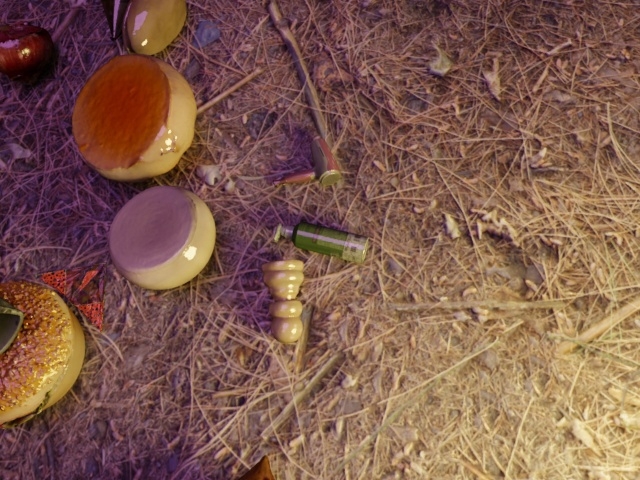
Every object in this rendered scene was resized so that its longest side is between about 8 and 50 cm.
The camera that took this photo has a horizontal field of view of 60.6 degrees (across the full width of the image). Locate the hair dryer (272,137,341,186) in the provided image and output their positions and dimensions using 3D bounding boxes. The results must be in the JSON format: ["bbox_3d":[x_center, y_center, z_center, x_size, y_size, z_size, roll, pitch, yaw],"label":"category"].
[{"bbox_3d":[-0.039,-0.162,1.265,0.154,0.054,0.106,-24,68,1],"label":"hair dryer"}]

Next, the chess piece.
[{"bbox_3d":[-0.073,0.131,1.159,0.094,0.094,0.171,-7,80,3],"label":"chess piece"}]

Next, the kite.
[{"bbox_3d":[-0.529,0.097,1.241,0.222,0.008,0.125,36,79,14],"label":"kite"}]

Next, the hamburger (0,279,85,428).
[{"bbox_3d":[-0.635,0.228,1.123,0.301,0.170,0.302,-1,73,5],"label":"hamburger"}]

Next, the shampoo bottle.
[{"bbox_3d":[0.000,0.000,1.200,0.204,0.065,0.065,14,74,9],"label":"shampoo bottle"}]

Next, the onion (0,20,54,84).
[{"bbox_3d":[-0.763,-0.468,1.380,0.183,0.147,0.184,-2,30,1],"label":"onion"}]

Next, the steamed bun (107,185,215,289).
[{"bbox_3d":[-0.330,0.001,1.184,0.231,0.145,0.232,-7,63,14],"label":"steamed bun"}]

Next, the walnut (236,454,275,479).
[{"bbox_3d":[-0.136,0.555,0.968,0.208,0.209,0.337,13,75,8],"label":"walnut"}]

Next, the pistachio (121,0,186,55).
[{"bbox_3d":[-0.420,-0.558,1.380,0.135,0.136,0.226,21,73,11],"label":"pistachio"}]

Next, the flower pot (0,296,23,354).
[{"bbox_3d":[-0.662,0.193,0.995,0.108,0.103,0.229,32,76,18],"label":"flower pot"}]

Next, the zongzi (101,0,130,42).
[{"bbox_3d":[-0.565,-0.649,1.432,0.220,0.112,0.242,23,84,14],"label":"zongzi"}]

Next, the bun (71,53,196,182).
[{"bbox_3d":[-0.409,-0.268,1.266,0.298,0.164,0.299,-3,81,19],"label":"bun"}]
